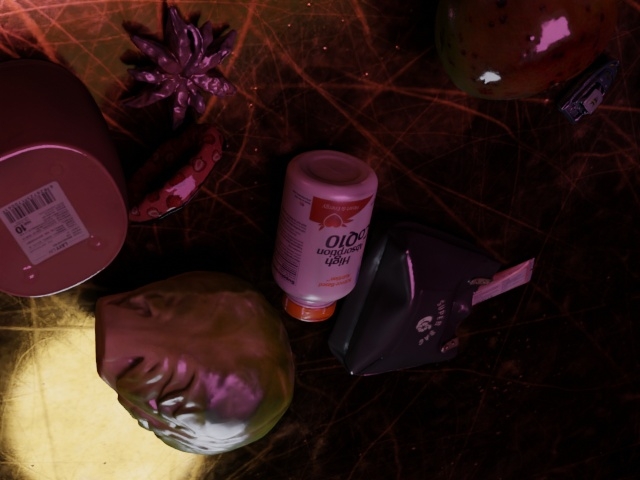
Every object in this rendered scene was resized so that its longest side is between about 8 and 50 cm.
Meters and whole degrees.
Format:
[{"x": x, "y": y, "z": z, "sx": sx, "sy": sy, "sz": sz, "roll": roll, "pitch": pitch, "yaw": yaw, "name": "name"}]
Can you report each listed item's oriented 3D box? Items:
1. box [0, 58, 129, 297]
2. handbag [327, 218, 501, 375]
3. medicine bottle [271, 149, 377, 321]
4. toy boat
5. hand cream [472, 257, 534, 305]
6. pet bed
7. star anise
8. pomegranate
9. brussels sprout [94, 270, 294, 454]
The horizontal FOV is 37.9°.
[{"x": -0.409, "y": -0.080, "z": 1.308, "sx": 0.300, "sy": 0.216, "sz": 0.301, "roll": -14, "pitch": 126, "yaw": -20, "name": "box"}, {"x": 0.196, "y": 0.128, "z": 1.829, "sx": 0.287, "sy": 0.152, "sz": 0.342, "roll": 4, "pitch": 121, "yaw": -32, "name": "handbag"}, {"x": 0.000, "y": 0.000, "z": 1.624, "sx": 0.156, "sy": 0.157, "sz": 0.289, "roll": -6, "pitch": 125, "yaw": -25, "name": "medicine bottle"}, {"x": 0.514, "y": -0.288, "z": 1.766, "sx": 0.141, "sy": 0.060, "sz": 0.055, "roll": -47, "pitch": 130, "yaw": 5, "name": "toy boat"}, {"x": 0.365, "y": 0.095, "z": 1.973, "sx": 0.209, "sy": 0.043, "sz": 0.067, "roll": -20, "pitch": 133, "yaw": -21, "name": "hand cream"}, {"x": -0.222, "y": -0.101, "z": 1.412, "sx": 0.201, "sy": 0.201, "sz": 0.053, "roll": -41, "pitch": 117, "yaw": 3, "name": "pet bed"}, {"x": -0.204, "y": -0.247, "z": 1.397, "sx": 0.195, "sy": 0.065, "sz": 0.182, "roll": 10, "pitch": 118, "yaw": -38, "name": "star anise"}, {"x": 0.297, "y": -0.377, "z": 1.489, "sx": 0.290, "sy": 0.323, "sz": 0.291, "roll": -37, "pitch": 163, "yaw": -13, "name": "pomegranate"}, {"x": -0.213, "y": 0.195, "z": 1.574, "sx": 0.354, "sy": 0.282, "sz": 0.289, "roll": 16, "pitch": 141, "yaw": -17, "name": "brussels sprout"}]
